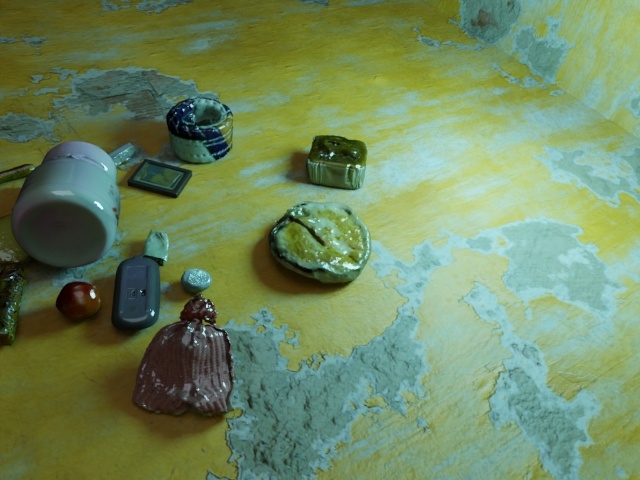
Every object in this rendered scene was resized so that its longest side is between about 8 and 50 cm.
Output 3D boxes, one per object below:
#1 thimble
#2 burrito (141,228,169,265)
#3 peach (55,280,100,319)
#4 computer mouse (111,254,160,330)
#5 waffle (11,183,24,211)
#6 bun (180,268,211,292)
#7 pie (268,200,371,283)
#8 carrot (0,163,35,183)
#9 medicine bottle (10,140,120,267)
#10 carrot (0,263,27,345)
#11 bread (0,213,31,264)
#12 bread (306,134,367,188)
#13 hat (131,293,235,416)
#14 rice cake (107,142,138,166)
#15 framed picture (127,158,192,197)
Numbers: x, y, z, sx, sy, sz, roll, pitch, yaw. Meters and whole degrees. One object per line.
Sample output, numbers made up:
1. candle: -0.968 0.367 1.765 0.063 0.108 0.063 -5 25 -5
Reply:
1. thimble: -0.417 -0.389 1.951 0.237 0.150 0.237 4 45 -4
2. burrito: -0.468 0.018 1.612 0.074 0.044 0.118 7 47 -7
3. peach: -0.614 0.152 1.421 0.101 0.100 0.100 5 45 -5
4. computer mouse: -0.484 0.141 1.479 0.120 0.057 0.232 -3 49 -13
5. waffle: -0.851 -0.125 1.685 0.103 0.042 0.148 5 45 -6
6. bun: -0.341 0.112 1.541 0.083 0.045 0.083 7 45 -8
7. pie: 0.000 0.000 1.696 0.339 0.077 0.339 7 41 -6
8. carrot: -0.972 -0.199 1.738 0.171 0.042 0.042 -25 55 -30
9. medicine bottle: -0.685 -0.109 1.552 0.256 0.256 0.325 -2 36 -13
10. carrot: -0.781 0.158 1.405 0.069 0.069 0.228 -4 48 -14
11. bread: -0.844 0.003 1.554 0.149 0.065 0.187 22 42 -4
12. bread: 0.059 -0.282 1.958 0.210 0.109 0.192 10 44 0
13. hat: -0.309 0.271 1.344 0.237 0.107 0.286 6 69 -5
14. rice cake: -0.710 -0.245 1.825 0.055 0.049 0.270 21 45 30
15. framed picture: -0.523 -0.204 1.836 0.169 0.023 0.128 15 45 5
